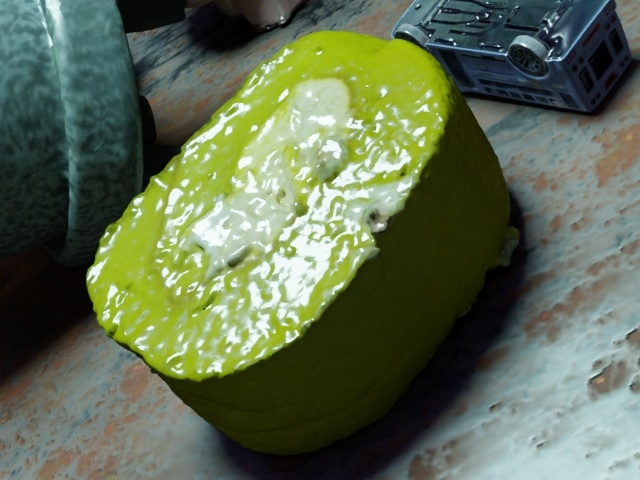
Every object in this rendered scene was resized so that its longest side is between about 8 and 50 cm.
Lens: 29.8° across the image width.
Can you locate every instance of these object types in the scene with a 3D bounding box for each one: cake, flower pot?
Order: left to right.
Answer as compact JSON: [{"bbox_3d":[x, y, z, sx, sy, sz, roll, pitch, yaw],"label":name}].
[{"bbox_3d":[-0.248,-0.125,0.961,0.282,0.299,0.299,-9,27,-23],"label":"flower pot"},{"bbox_3d":[0.000,0.000,0.741,0.260,0.156,0.179,-49,52,-6],"label":"cake"}]

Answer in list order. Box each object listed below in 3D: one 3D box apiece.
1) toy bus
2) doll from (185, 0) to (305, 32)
[{"bbox_3d":[0.131,-0.141,0.850,0.167,0.076,0.073,20,66,48],"label":"toy bus"},{"bbox_3d":[-0.110,-0.334,1.113,0.216,0.268,0.284,-47,36,-9],"label":"doll"}]
